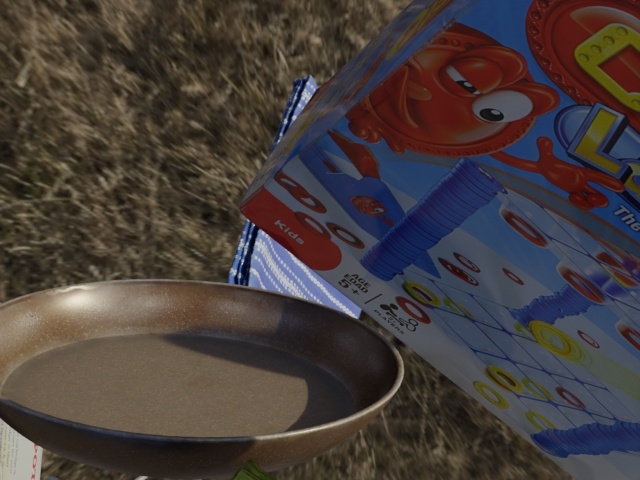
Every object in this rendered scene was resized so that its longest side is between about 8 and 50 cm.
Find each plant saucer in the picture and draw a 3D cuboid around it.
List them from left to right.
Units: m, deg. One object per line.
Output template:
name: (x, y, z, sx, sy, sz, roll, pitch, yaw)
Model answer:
plant saucer: (-0.097, 0.095, 0.904, 0.310, 0.310, 0.050, 4, 106, 1)

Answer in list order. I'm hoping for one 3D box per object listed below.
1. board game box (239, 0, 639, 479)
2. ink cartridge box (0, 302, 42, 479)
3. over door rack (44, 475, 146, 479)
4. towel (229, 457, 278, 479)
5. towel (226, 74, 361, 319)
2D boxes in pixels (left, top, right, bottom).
board game box: (0.152, 0.007, 0.531, 0.308, 0.302, 0.086, 38, 64, -8)
ink cartridge box: (-0.389, 0.157, 1.177, 0.197, 0.270, 0.198, 5, 90, 8)
over door rack: (-0.310, 0.254, 1.545, 0.324, 0.108, 0.239, -40, 58, -6)
towel: (-0.066, 0.229, 0.743, 0.102, 0.021, 0.237, 34, 117, -8)
towel: (0.000, 0.000, 1.529, 0.040, 0.243, 0.336, -7, 52, 33)
